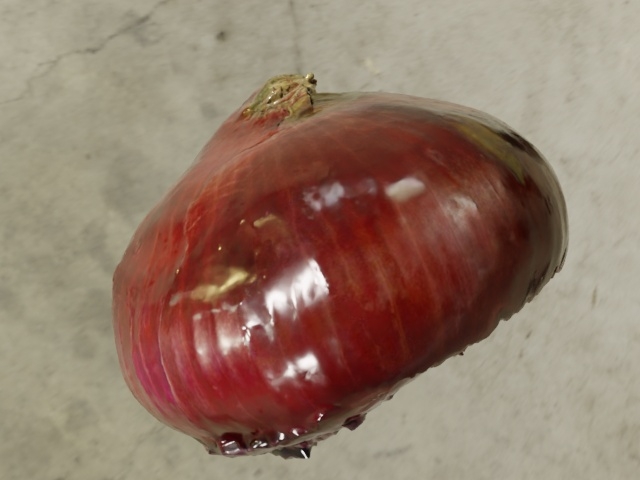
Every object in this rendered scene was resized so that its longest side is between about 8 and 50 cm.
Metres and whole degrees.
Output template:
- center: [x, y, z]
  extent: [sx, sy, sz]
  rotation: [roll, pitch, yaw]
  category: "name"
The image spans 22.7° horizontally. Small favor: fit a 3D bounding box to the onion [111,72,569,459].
- center: [0.002, 0.011, 0.780]
  extent: [0.248, 0.248, 0.161]
  rotation: [-39, 102, 21]
  category: "onion"
